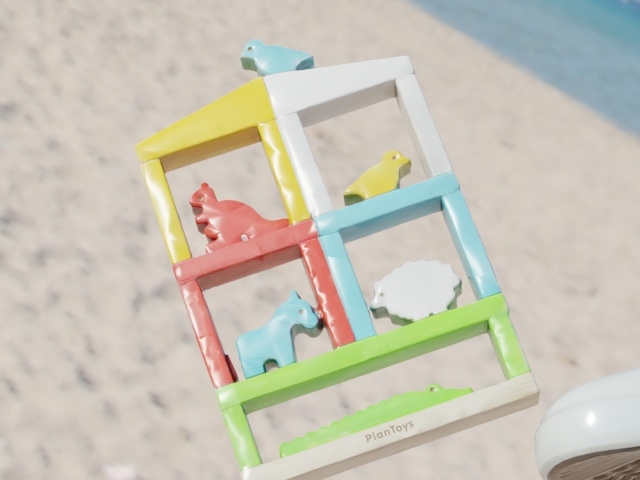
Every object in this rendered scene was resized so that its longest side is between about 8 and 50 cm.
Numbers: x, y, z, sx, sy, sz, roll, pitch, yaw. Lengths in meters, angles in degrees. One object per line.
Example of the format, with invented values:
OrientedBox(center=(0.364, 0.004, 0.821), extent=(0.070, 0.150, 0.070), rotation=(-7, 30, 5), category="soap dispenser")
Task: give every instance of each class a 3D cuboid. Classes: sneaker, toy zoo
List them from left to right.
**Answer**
OrientedBox(center=(0.000, 0.000, 1.179), extent=(0.030, 0.192, 0.293), rotation=(79, -9, -68), category="toy zoo")
OrientedBox(center=(0.218, 0.055, 0.925), extent=(0.290, 0.106, 0.123), rotation=(-6, 67, -29), category="sneaker")
